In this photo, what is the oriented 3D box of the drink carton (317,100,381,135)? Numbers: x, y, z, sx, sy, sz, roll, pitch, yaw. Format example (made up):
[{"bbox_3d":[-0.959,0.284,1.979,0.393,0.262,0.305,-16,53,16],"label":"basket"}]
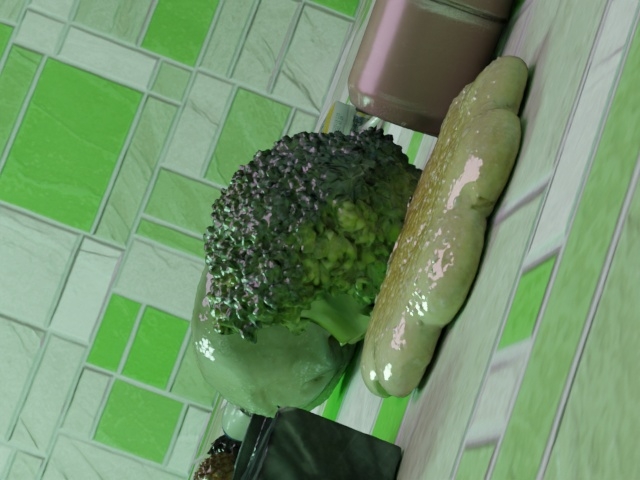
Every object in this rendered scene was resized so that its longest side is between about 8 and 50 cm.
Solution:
[{"bbox_3d":[0.029,-0.119,2.131,0.200,0.075,0.084,114,174,-52],"label":"drink carton"}]

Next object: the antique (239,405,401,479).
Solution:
[{"bbox_3d":[-0.019,0.197,1.136,0.183,0.088,0.086,115,174,-56],"label":"antique"}]

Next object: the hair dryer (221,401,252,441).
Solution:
[{"bbox_3d":[-0.039,0.145,2.038,0.199,0.067,0.167,-54,3,-39],"label":"hair dryer"}]

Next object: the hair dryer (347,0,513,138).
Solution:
[{"bbox_3d":[0.113,-0.199,1.466,0.344,0.107,0.189,-45,-25,-78],"label":"hair dryer"}]

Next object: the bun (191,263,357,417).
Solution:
[{"bbox_3d":[-0.028,0.066,1.507,0.195,0.118,0.195,-32,-51,-50],"label":"bun"}]

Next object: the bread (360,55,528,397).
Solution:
[{"bbox_3d":[0.085,-0.012,1.146,0.182,0.039,0.250,140,151,-82],"label":"bread"}]

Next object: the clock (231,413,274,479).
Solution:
[{"bbox_3d":[-0.048,0.194,1.821,0.215,0.042,0.215,-159,90,-85],"label":"clock"}]

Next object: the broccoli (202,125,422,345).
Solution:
[{"bbox_3d":[-0.001,-0.003,1.347,0.226,0.198,0.176,34,-142,-66],"label":"broccoli"}]

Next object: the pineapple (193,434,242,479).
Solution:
[{"bbox_3d":[-0.117,0.281,2.119,0.159,0.074,0.074,-72,4,-61],"label":"pineapple"}]
